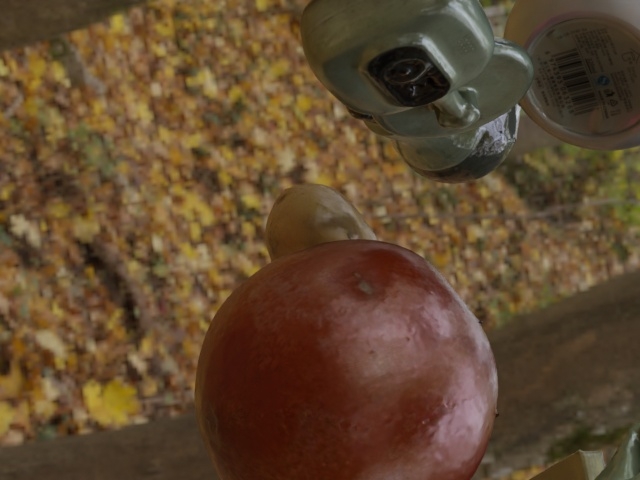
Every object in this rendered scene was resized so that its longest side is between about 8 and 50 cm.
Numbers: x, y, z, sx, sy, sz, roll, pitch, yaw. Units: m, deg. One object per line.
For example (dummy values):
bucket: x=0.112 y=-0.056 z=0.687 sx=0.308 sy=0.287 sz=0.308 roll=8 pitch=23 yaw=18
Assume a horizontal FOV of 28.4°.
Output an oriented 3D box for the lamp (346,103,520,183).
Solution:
lamp: x=0.149 y=-0.187 z=1.653 sx=0.314 sy=0.182 sz=0.181 roll=33 pitch=48 yaw=-57

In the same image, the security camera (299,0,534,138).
security camera: x=0.097 y=-0.144 z=1.118 sx=0.301 sy=0.157 sz=0.080 roll=34 pitch=37 yaw=-59

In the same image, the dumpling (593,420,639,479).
dumpling: x=0.225 y=0.231 z=0.877 sx=0.152 sy=0.108 sz=0.219 roll=68 pitch=32 yaw=-53

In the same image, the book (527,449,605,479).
book: x=0.279 y=0.416 z=1.520 sx=0.371 sy=0.043 sz=0.260 roll=116 pitch=-32 yaw=-65

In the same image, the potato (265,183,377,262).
potato: x=0.003 y=0.001 z=1.310 sx=0.147 sy=0.112 sz=0.112 roll=49 pitch=-1 yaw=19

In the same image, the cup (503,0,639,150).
cup: x=0.317 y=-0.240 z=1.319 sx=0.317 sy=0.212 sz=0.212 roll=-54 pitch=139 yaw=-46

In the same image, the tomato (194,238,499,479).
tomato: x=0.012 y=0.129 z=1.101 sx=0.265 sy=0.265 sz=0.264 roll=-8 pitch=90 yaw=-80
